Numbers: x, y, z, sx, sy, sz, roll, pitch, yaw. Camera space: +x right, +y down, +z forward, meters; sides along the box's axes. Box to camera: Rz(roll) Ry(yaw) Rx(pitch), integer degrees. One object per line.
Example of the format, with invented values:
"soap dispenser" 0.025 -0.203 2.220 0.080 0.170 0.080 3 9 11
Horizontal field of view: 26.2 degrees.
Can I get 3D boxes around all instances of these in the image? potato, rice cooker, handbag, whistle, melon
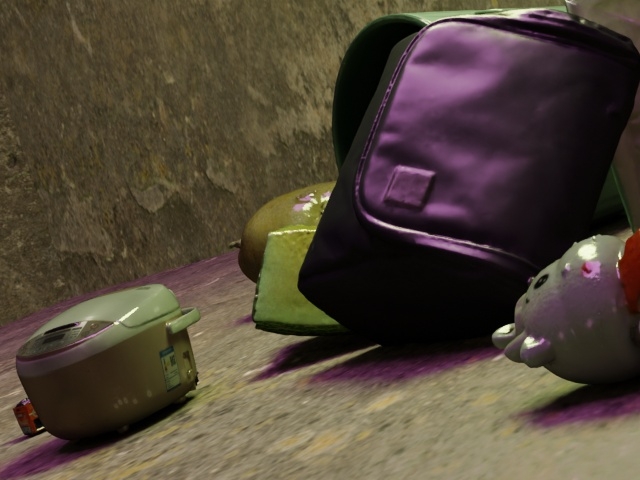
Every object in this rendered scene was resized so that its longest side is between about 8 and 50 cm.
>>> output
"potato" 0.000 0.000 1.862 0.251 0.159 0.174 -4 -33 1
"rice cooker" -0.198 0.115 1.314 0.145 0.127 0.206 -15 1 24
"handbag" 0.121 -0.070 1.218 0.275 0.178 0.302 -19 43 61
"whistle" 0.220 0.030 0.836 0.253 0.106 0.102 -15 45 25
"melon" 0.096 0.019 1.396 0.323 0.124 0.196 -10 11 9

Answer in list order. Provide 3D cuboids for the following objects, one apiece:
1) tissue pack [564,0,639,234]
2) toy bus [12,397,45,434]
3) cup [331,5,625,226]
"tissue pack" 0.415 -0.156 1.360 0.193 0.266 0.356 -14 4 39
"toy bus" -0.271 0.169 1.460 0.110 0.043 0.031 -23 3 -39
"cup" 0.264 -0.117 1.644 0.392 0.310 0.401 -14 37 -31
